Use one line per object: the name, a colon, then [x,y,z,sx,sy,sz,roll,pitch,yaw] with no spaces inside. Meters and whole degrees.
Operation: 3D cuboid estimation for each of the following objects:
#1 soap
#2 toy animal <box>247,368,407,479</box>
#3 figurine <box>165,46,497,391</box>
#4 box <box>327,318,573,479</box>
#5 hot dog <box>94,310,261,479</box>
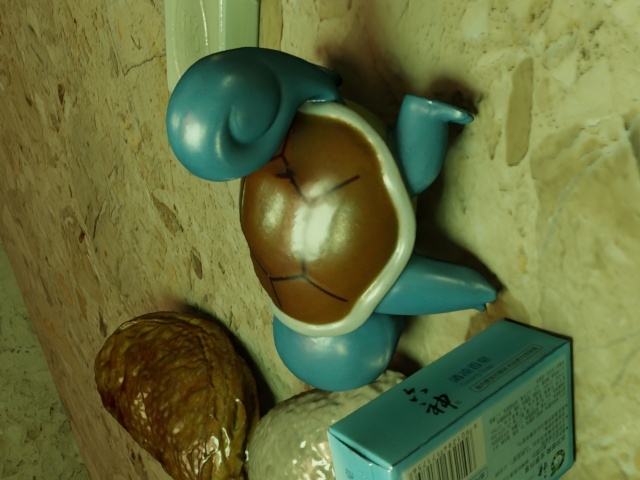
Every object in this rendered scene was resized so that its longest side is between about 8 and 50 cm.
soap: [-0.133,-0.248,0.850,0.121,0.063,0.183,36,136,33]
toy animal: [0.016,0.299,0.873,0.358,0.188,0.227,-36,75,56]
figurine: [0.021,-0.032,0.678,0.297,0.243,0.416,21,147,35]
box: [0.125,0.184,0.616,0.083,0.232,0.143,15,122,49]
hot dog: [-0.223,0.278,1.169,0.387,0.174,0.267,28,121,40]
